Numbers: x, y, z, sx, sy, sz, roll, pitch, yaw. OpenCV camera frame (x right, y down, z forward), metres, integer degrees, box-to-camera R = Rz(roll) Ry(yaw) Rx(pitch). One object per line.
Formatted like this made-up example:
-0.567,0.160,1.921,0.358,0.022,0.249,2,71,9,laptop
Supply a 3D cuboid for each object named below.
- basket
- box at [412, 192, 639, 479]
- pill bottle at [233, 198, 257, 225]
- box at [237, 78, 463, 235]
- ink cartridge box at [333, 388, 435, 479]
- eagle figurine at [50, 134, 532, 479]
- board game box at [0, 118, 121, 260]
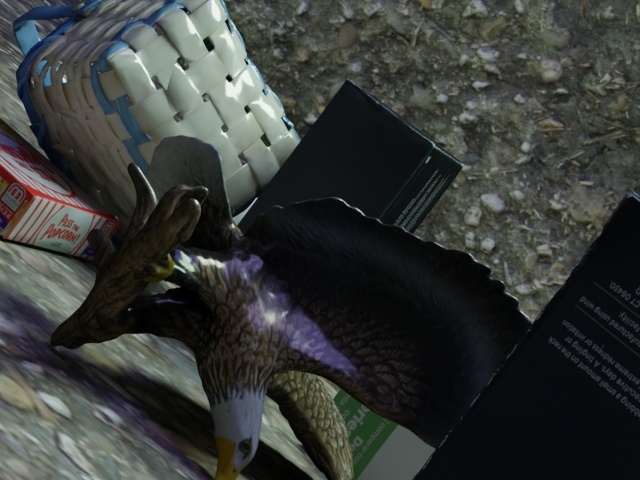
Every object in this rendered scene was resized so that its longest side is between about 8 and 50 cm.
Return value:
-0.160,-0.107,1.410,0.289,0.201,0.255,-1,-55,53,basket
0.223,0.197,0.920,0.343,0.312,0.179,30,9,-45,box
-0.070,0.004,1.615,0.208,0.117,0.117,33,8,-34,pill bottle
0.000,0.000,1.361,0.103,0.261,0.184,38,6,9,box
0.152,0.219,1.260,0.278,0.117,0.201,41,6,31,ink cartridge box
-0.024,0.077,1.060,0.298,0.225,0.226,23,1,-25,eagle figurine
-0.276,-0.064,1.284,0.193,0.045,0.147,40,7,20,board game box
